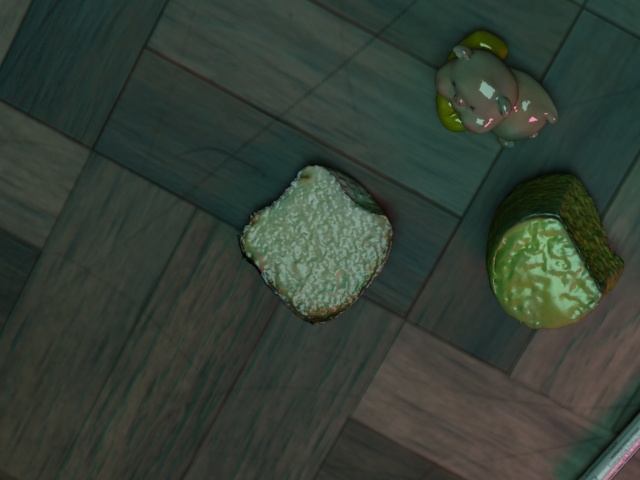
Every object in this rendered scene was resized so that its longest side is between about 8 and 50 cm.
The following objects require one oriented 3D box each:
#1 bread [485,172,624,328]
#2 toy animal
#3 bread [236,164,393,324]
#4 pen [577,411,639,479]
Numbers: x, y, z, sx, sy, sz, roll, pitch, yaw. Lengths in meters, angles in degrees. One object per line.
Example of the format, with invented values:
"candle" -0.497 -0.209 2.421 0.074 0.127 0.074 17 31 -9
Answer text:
"bread" 0.203 0.015 1.536 0.111 0.114 0.129 -33 95 19
"toy animal" 0.147 -0.122 1.523 0.091 0.082 0.114 -42 97 14
"bread" 0.000 0.000 1.589 0.126 0.044 0.129 44 106 2
"pen" 0.306 0.170 1.605 0.025 0.025 0.204 39 103 -4
